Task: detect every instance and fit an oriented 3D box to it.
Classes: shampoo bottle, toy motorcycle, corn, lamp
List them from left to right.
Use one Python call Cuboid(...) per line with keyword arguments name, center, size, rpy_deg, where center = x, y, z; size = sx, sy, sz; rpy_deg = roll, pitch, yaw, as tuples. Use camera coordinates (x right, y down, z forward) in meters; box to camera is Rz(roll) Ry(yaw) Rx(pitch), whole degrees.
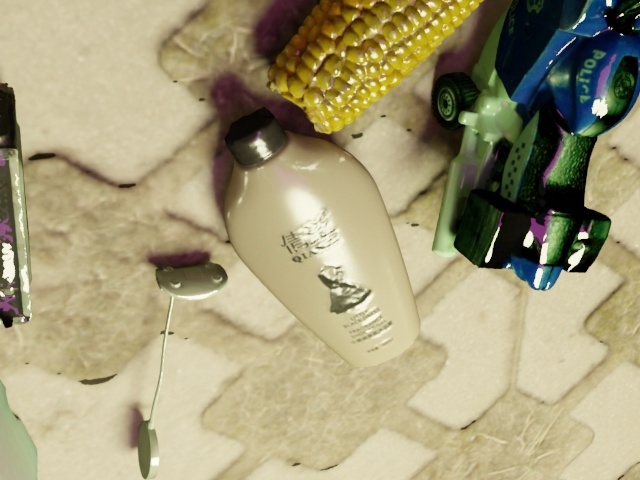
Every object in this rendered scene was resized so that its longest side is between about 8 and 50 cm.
Cuboid(name="lamp", center=(-0.123, 0.114, 0.716), size=(0.056, 0.050, 0.198), rpy_deg=(2, 112, -28))
Cuboid(name="shampoo bottle", center=(0.000, 0.000, 0.701), size=(0.127, 0.078, 0.257), rpy_deg=(-27, 123, 10))
Cuboid(name="corn", center=(0.086, -0.211, 0.631), size=(0.101, 0.101, 0.310), rpy_deg=(37, 93, -34))
Cuboid(name="toy motorcycle", center=(0.191, -0.123, 0.666), size=(0.125, 0.196, 0.331), rpy_deg=(4, 110, -27))

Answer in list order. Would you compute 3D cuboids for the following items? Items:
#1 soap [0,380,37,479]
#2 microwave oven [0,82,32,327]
Cuboid(name="soap", center=(-0.369, 0.176, 0.589), size=(0.347, 0.115, 0.208), rpy_deg=(14, 107, -30))
Cuboid(name="microwave oven", center=(-0.284, -0.027, 0.507), size=(0.205, 0.163, 0.129), rpy_deg=(-6, 113, -20))
